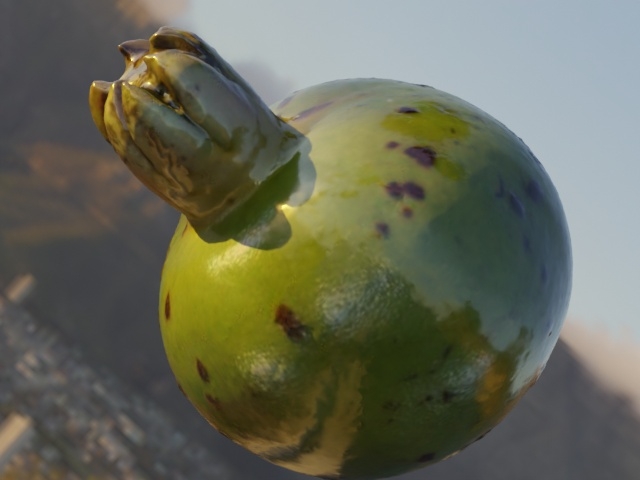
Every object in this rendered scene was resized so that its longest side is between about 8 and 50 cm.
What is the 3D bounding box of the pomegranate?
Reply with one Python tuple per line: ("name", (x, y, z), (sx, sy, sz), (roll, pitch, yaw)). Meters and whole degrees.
("pomegranate", (0.000, 0.000, 0.840), (0.248, 0.202, 0.202), (44, -5, -22))
